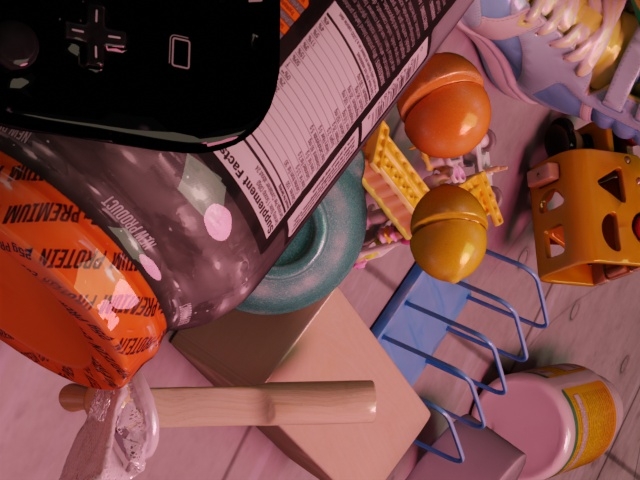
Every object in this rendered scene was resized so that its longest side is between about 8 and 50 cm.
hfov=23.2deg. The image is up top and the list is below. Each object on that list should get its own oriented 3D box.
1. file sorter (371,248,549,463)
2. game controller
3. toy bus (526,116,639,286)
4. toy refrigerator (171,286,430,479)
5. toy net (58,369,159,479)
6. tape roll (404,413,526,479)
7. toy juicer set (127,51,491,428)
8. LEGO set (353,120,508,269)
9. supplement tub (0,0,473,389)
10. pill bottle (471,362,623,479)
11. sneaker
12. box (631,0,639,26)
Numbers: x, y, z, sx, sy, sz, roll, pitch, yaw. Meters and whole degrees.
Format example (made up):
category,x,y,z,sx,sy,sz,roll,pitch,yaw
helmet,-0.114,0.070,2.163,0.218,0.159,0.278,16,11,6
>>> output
category,x,y,z,sx,sy,sz,roll,pitch,yaw
file sorter,0.120,0.098,1.414,0.170,0.104,0.118,-54,149,-21
game controller,-0.095,-0.195,0.699,0.166,0.067,0.319,5,75,-20
toy bus,0.255,-0.054,1.529,0.104,0.202,0.191,5,116,-29
toy refrigerator,-0.010,0.108,1.213,0.102,0.094,0.269,-53,149,-10
toy net,-0.109,0.064,0.910,0.045,0.232,0.122,27,114,-22
tape roll,0.110,0.277,1.503,0.219,0.072,0.219,-51,164,-21
toy juicer set,0.000,0.000,1.058,0.089,0.209,0.329,-132,-117,-77
LEGO set,0.045,-0.042,1.227,0.287,0.107,0.132,9,67,-57
supplement tub,-0.068,-0.099,0.834,0.338,0.207,0.207,-52,149,-24
pill bottle,0.257,0.196,1.708,0.208,0.117,0.118,-2,112,-60
sneaker,0.218,-0.181,1.265,0.127,0.208,0.319,-62,152,-3
box,0.282,-0.234,1.239,0.105,0.043,0.179,-12,80,-38
